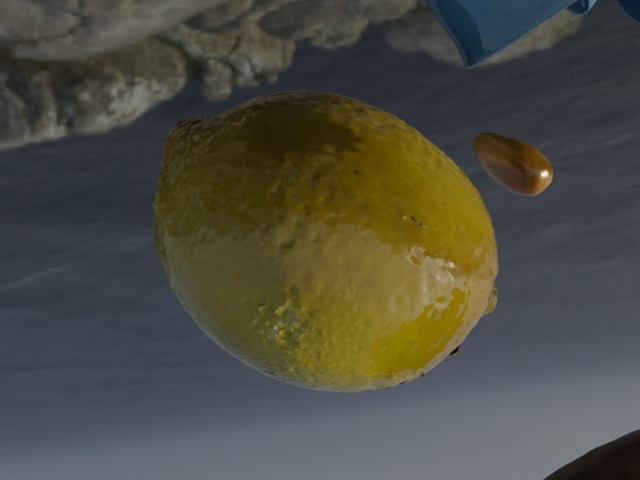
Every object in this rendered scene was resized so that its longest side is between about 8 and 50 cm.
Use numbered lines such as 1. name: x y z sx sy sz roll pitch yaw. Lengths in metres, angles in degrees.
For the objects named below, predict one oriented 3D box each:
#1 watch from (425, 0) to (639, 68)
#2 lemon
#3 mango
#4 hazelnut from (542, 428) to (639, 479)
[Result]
1. watch: 0.149 -0.194 0.710 0.193 0.211 0.211 -35 -178 -26
2. lemon: 0.004 0.002 0.847 0.263 0.236 0.236 12 176 19
3. mango: 0.190 -0.079 1.081 0.046 0.089 0.060 -43 158 -20
4. hazelnut: 0.320 0.328 0.864 0.429 0.402 0.402 -30 164 13
